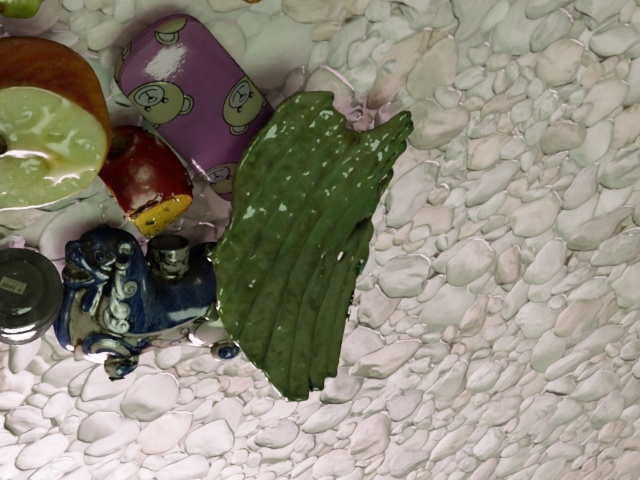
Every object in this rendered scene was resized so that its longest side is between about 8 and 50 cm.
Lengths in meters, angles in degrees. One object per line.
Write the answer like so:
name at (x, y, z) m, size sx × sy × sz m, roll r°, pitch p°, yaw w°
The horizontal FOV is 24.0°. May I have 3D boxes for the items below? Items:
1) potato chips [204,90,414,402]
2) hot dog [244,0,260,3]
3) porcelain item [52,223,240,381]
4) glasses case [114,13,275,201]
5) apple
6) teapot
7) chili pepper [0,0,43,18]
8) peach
potato chips at (-0.002, 0.008, 1.912) m, size 0.373 × 0.097 × 0.389 m, roll 4°, pitch 102°, yaw -59°
hot dog at (0.026, -0.338, 1.714) m, size 0.289 × 0.083 × 0.068 m, roll -21°, pitch 121°, yaw -21°
porcelain item at (-0.202, 0.060, 1.920) m, size 0.288 × 0.138 × 0.186 m, roll -8°, pitch 117°, yaw -26°
glasses case at (-0.129, -0.151, 1.782) m, size 0.123 × 0.076 × 0.316 m, roll -40°, pitch 143°, yaw 1°
apple at (-0.319, -0.129, 1.587) m, size 0.173 × 0.160 × 0.195 m, roll -12°, pitch 135°, yaw -34°
teapot at (-0.381, 0.086, 1.811) m, size 0.149 × 0.111 × 0.108 m, roll -27°, pitch 156°, yaw -21°
chili pepper at (-0.355, -0.269, 1.512) m, size 0.049 × 0.043 × 0.208 m, roll -35°, pitch 144°, yaw 19°
peach at (-0.202, -0.067, 1.771) m, size 0.092 × 0.127 × 0.172 m, roll -39°, pitch 147°, yaw -3°
